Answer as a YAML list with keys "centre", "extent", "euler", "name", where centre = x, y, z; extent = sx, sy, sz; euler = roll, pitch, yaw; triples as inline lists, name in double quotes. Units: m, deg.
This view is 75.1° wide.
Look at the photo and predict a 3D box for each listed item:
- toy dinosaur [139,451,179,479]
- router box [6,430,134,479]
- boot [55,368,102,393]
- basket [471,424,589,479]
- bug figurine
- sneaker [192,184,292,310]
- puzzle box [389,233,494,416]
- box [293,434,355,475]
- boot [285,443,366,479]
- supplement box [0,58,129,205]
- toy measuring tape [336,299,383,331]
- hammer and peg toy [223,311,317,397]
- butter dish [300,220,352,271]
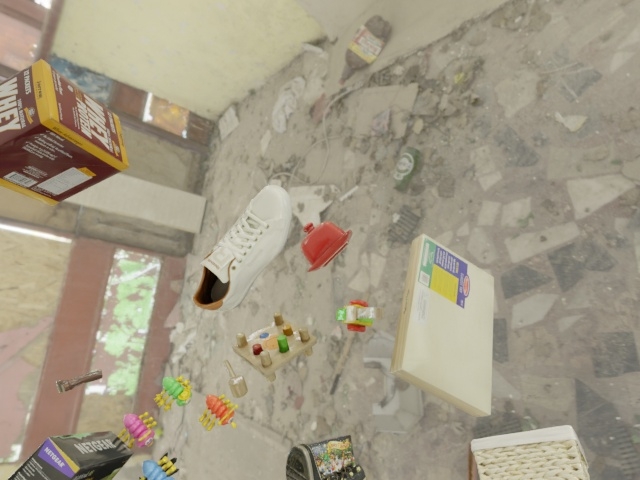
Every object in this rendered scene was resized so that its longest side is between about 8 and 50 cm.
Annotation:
- centre: [-0.430, 0.677, 1.014]
  extent: [0.218, 0.322, 0.164]
  euler: [-43, 85, 10]
  name: "toy dinosaur"
- centre: [-0.501, 0.482, 0.760]
  extent: [0.243, 0.081, 0.309]
  euler: [-50, -9, -21]
  name: "router box"
- centre: [-0.736, 0.426, 1.274]
  extent: [0.106, 0.114, 0.037]
  euler: [-6, 97, 41]
  name: "boot"
- centre: [0.351, 0.389, 0.680]
  extent: [0.167, 0.113, 0.103]
  euler: [-22, 29, 23]
  name: "basket"
- centre: [-0.342, 0.442, 0.983]
  extent: [0.216, 0.279, 0.072]
  euler: [35, 138, 12]
  name: "bug figurine"
- centre: [-0.155, 0.021, 0.821]
  extent: [0.105, 0.123, 0.290]
  euler: [31, 99, 20]
  name: "sneaker"
- centre: [0.334, 0.206, 1.087]
  extent: [0.052, 0.272, 0.409]
  euler: [-44, 21, 50]
  name: "puzzle box"
- centre: [0.021, 0.792, 1.470]
  extent: [0.044, 0.233, 0.159]
  euler: [-31, 60, 46]
  name: "box"
- centre: [0.018, 0.551, 0.965]
  extent: [0.085, 0.178, 0.237]
  euler: [-3, 99, 47]
  name: "boot"
- centre: [-0.511, -0.189, 0.780]
  extent: [0.194, 0.191, 0.129]
  euler: [-24, 70, 8]
  name: "supplement box"
- centre: [0.161, 0.262, 1.445]
  extent: [0.330, 0.121, 0.122]
  euler: [155, 123, -64]
  name: "toy measuring tape"
- centre: [-0.228, 0.426, 1.614]
  extent: [0.265, 0.361, 0.128]
  euler: [18, 126, 49]
  name: "hammer and peg toy"
- centre: [0.000, 0.000, 1.144]
  extent: [0.160, 0.160, 0.118]
  euler: [-44, 83, 3]
  name: "butter dish"
